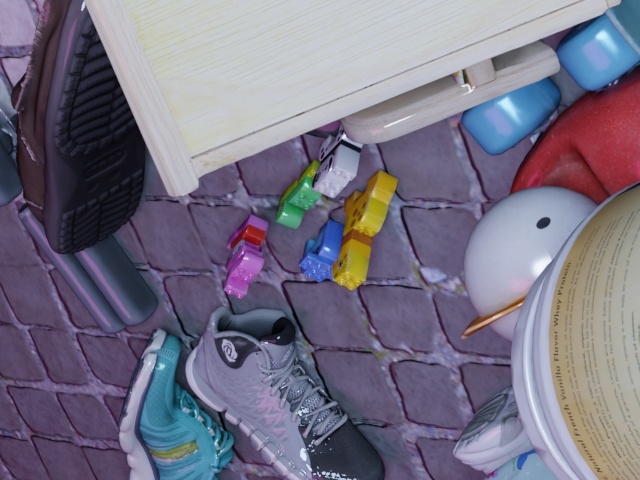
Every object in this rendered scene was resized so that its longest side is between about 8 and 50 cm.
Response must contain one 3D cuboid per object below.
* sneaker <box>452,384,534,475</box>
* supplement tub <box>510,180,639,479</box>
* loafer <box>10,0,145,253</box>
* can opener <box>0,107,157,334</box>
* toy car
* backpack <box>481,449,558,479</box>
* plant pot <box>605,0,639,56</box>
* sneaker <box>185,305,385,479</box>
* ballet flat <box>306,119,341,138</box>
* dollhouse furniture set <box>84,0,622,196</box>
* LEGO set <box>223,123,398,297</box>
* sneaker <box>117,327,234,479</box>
[{"bbox_3d":[0.214,0.161,1.393,0.115,0.090,0.232,42,149,-6],"label":"sneaker"},{"bbox_3d":[0.256,0.055,0.920,0.228,0.228,0.316,48,159,-4],"label":"supplement tub"},{"bbox_3d":[-0.222,-0.131,1.457,0.130,0.134,0.366,48,144,19],"label":"loafer"},{"bbox_3d":[-0.272,-0.019,1.640,0.074,0.093,0.280,-20,114,46],"label":"can opener"},{"bbox_3d":[0.184,-0.006,1.146,0.219,0.238,0.210,49,140,-6],"label":"toy car"},{"bbox_3d":[0.225,0.290,1.342,0.253,0.191,0.225,32,130,-9],"label":"backpack"},{"bbox_3d":[0.310,-0.191,0.882,0.293,0.196,0.293,26,160,10],"label":"plant pot"},{"bbox_3d":[-0.027,0.143,1.570,0.228,0.086,0.132,34,136,15],"label":"sneaker"},{"bbox_3d":[-0.035,-0.133,1.386,0.173,0.049,0.057,25,109,15],"label":"ballet flat"},{"bbox_3d":[-0.023,-0.215,0.988,0.394,0.256,0.362,-115,4,-63],"label":"dollhouse furniture set"},{"bbox_3d":[0.000,0.000,1.401,0.087,0.093,0.227,23,143,-18],"label":"LEGO set"},{"bbox_3d":[-0.142,0.196,1.721,0.110,0.107,0.275,7,135,11],"label":"sneaker"}]
